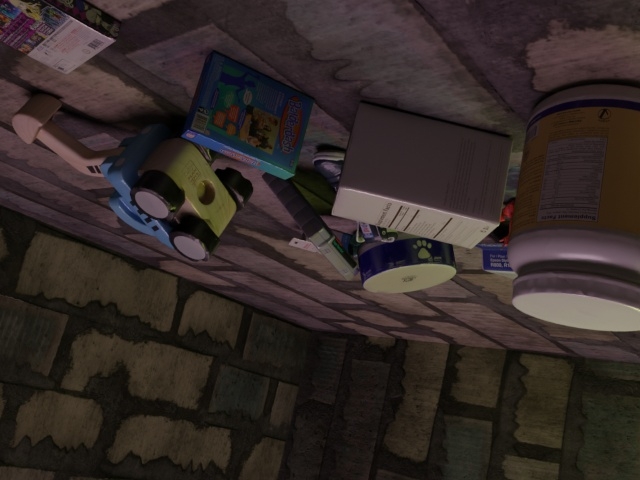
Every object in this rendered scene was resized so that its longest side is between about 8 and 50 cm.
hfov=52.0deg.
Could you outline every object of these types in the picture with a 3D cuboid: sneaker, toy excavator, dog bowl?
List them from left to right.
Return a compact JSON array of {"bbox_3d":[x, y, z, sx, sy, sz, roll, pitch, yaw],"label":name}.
[{"bbox_3d":[-0.452,-0.158,1.527,0.445,0.222,0.433,0,138,35],"label":"toy excavator"},{"bbox_3d":[0.087,-0.088,1.483,0.282,0.153,0.099,25,160,-36],"label":"sneaker"},{"bbox_3d":[0.165,0.011,1.901,0.098,0.083,0.224,15,164,-24],"label":"sneaker"},{"bbox_3d":[0.237,0.060,1.813,0.265,0.104,0.265,-6,160,-2],"label":"dog bowl"}]

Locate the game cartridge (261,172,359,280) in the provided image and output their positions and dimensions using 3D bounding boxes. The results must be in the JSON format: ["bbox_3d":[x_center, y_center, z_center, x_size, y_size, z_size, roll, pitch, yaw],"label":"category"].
[{"bbox_3d":[-0.012,-0.034,1.694,0.230,0.068,0.355,48,180,26],"label":"game cartridge"}]

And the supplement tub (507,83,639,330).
[{"bbox_3d":[0.426,-0.045,1.023,0.241,0.331,0.241,12,164,3],"label":"supplement tub"}]

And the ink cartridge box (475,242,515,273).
[{"bbox_3d":[0.589,0.063,1.642,0.324,0.071,0.330,1,173,40],"label":"ink cartridge box"}]

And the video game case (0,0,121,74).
[{"bbox_3d":[-0.494,-0.384,1.148,0.210,0.041,0.232,25,160,-36],"label":"video game case"}]

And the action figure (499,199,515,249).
[{"bbox_3d":[0.502,-0.016,1.438,0.280,0.139,0.091,9,162,25],"label":"action figure"}]

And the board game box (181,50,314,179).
[{"bbox_3d":[-0.127,-0.223,1.187,0.210,0.160,0.047,21,163,-24],"label":"board game box"}]

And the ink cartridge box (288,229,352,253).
[{"bbox_3d":[0.000,0.000,2.031,0.180,0.060,0.104,16,165,-9],"label":"ink cartridge box"}]

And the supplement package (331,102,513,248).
[{"bbox_3d":[0.186,-0.118,1.254,0.293,0.177,0.175,14,165,0],"label":"supplement package"}]
